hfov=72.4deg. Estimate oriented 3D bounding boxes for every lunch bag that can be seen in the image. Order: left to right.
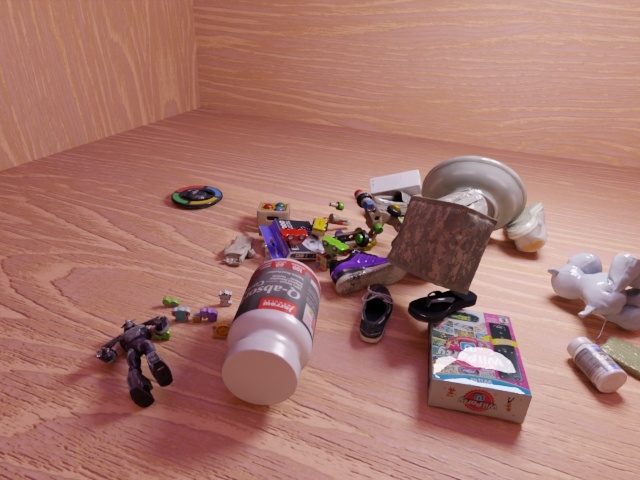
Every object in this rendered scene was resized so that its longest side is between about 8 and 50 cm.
[{"bbox_3d":[0.336,0.000,1.305,0.169,0.235,0.287,18,6,-31],"label":"lunch bag"},{"bbox_3d":[0.439,-0.045,1.565,0.305,0.256,0.212,-20,59,-37],"label":"lunch bag"}]

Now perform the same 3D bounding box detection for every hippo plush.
[{"bbox_3d":[0.875,0.165,1.392,0.294,0.234,0.236,-46,20,-5],"label":"hippo plush"}]

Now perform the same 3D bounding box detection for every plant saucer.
[{"bbox_3d":[0.590,-0.146,1.721,0.400,0.400,0.100,13,52,16],"label":"plant saucer"}]

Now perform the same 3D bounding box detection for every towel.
[{"bbox_3d":[0.861,0.329,1.212,0.110,0.027,0.148,-20,37,-36],"label":"towel"}]

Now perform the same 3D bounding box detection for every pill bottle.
[{"bbox_3d":[-0.116,0.218,1.116,0.210,0.210,0.363,5,28,3],"label":"pill bottle"},{"bbox_3d":[0.723,0.324,1.152,0.078,0.078,0.137,-2,29,-9],"label":"pill bottle"}]

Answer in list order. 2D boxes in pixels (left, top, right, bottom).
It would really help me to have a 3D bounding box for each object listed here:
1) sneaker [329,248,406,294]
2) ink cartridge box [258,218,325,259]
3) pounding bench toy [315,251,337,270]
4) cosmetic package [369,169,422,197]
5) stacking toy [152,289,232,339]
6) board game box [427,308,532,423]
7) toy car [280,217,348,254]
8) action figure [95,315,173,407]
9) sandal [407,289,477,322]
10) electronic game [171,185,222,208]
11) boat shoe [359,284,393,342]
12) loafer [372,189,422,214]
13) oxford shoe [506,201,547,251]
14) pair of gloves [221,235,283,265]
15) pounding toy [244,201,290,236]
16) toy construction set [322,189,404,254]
[{"bbox_3d":[0.161,0.080,1.486,0.293,0.102,0.146,-9,44,-23],"label":"sneaker"},{"bbox_3d":[-0.106,-0.006,1.635,0.208,0.045,0.206,0,38,-26],"label":"ink cartridge box"},{"bbox_3d":[0.030,0.077,1.556,0.065,0.052,0.083,-22,38,-38],"label":"pounding bench toy"},{"bbox_3d":[0.356,-0.254,2.052,0.231,0.085,0.117,-8,-19,19],"label":"cosmetic package"},{"bbox_3d":[-0.365,0.213,1.265,0.221,0.052,0.167,0,29,-5],"label":"stacking toy"},{"bbox_3d":[0.395,0.304,1.136,0.224,0.097,0.303,7,29,9],"label":"board game box"},{"bbox_3d":[0.000,0.000,1.572,0.225,0.053,0.239,30,33,31],"label":"toy car"},{"bbox_3d":[-0.448,0.270,1.085,0.185,0.099,0.285,-37,39,-15],"label":"action figure"},{"bbox_3d":[0.340,0.166,1.228,0.254,0.054,0.097,-13,28,-36],"label":"sandal"},{"bbox_3d":[-0.567,-0.204,2.014,0.229,0.048,0.229,2,29,-1],"label":"electronic game"},{"bbox_3d":[0.168,0.200,1.317,0.095,0.079,0.254,12,30,17],"label":"boat shoe"},{"bbox_3d":[0.369,-0.173,1.991,0.319,0.111,0.112,-12,30,-27],"label":"loafer"},{"bbox_3d":[0.873,-0.057,1.837,0.130,0.169,0.449,55,31,0],"label":"oxford shoe"},{"bbox_3d":[-0.234,0.037,1.613,0.240,0.042,0.204,8,29,9],"label":"pair of gloves"},{"bbox_3d":[-0.220,-0.093,1.774,0.181,0.094,0.206,3,21,-1],"label":"pounding toy"},{"bbox_3d":[0.183,-0.061,1.710,0.237,0.257,0.309,7,8,-30],"label":"toy construction set"}]
